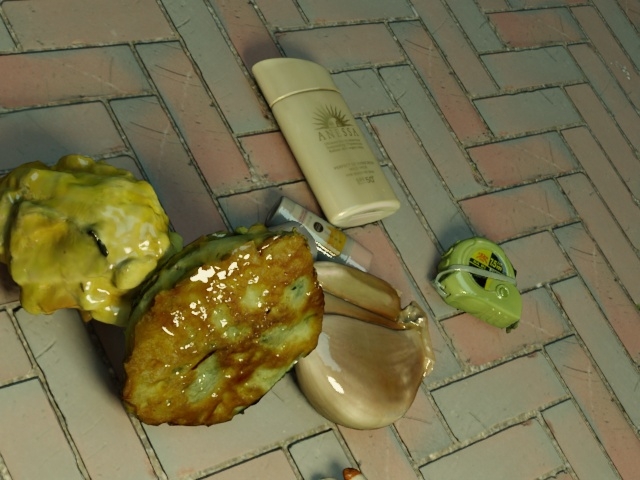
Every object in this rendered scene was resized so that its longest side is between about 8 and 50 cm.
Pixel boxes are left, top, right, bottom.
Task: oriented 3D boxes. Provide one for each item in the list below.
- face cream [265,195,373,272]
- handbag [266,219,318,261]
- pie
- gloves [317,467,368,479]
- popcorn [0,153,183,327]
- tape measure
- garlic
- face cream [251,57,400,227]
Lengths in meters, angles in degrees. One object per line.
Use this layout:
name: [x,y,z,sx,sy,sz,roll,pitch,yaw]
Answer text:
face cream: [0.000,0.000,2.175,0.198,0.057,0.084,32,46,-12]
handbag: [-0.085,0.021,2.054,0.173,0.117,0.095,-13,110,-44]
pie: [-0.141,0.126,1.792,0.103,0.354,0.288,46,-1,44]
gloves: [0.050,0.435,1.839,0.140,0.131,0.219,23,56,-25]
popcorn: [-0.344,0.000,1.801,0.286,0.215,0.252,14,76,15]
tape measure: [0.291,0.071,2.317,0.177,0.087,0.154,24,59,-18]
garlic: [0.049,0.176,2.027,0.325,0.132,0.279,8,54,-35]
face cream: [0.010,-0.190,2.307,0.173,0.081,0.348,-10,65,-41]
